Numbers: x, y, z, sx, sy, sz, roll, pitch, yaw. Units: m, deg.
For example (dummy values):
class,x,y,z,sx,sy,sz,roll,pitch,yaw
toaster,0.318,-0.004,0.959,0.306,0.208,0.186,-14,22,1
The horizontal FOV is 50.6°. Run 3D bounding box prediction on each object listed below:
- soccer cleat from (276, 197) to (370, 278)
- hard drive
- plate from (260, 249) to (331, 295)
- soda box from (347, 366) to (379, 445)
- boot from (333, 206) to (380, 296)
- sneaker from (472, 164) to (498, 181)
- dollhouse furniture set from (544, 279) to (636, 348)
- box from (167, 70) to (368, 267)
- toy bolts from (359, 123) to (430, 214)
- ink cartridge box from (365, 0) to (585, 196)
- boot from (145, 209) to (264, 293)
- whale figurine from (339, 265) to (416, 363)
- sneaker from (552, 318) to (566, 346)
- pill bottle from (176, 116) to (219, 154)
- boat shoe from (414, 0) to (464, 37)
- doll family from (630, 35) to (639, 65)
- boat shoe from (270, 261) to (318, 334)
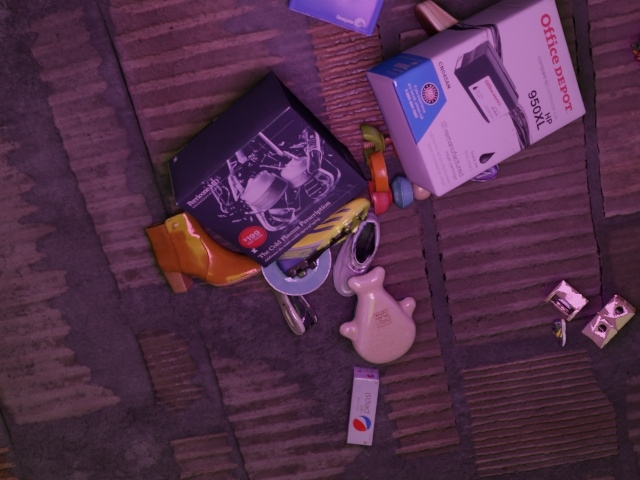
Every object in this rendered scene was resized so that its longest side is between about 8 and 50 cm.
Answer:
class,x,y,z,sx,sy,sz,roll,pitch,yaw
soccer cleat,-0.004,-0.024,1.680,0.289,0.093,0.121,-41,70,18
hard drive,0.070,-0.653,1.535,0.210,0.040,0.318,18,119,-4
plate,-0.065,0.050,1.771,0.188,0.024,0.188,1,85,-11
soda box,0.120,0.471,1.925,0.074,0.069,0.216,5,108,1
boot,0.092,0.044,1.754,0.095,0.123,0.258,12,108,-2
sneaker,0.363,-0.185,1.696,0.170,0.071,0.068,13,108,-3
dollhouse furniture set,0.717,0.169,1.793,0.184,0.129,0.129,43,106,19
box,-0.125,-0.157,1.604,0.343,0.179,0.312,-39,131,14
toy bolts,0.199,-0.167,1.654,0.159,0.218,0.228,-11,126,-1
ink cartridge box,0.343,-0.323,1.483,0.395,0.166,0.285,-30,115,-7
boot,-0.301,0.014,1.771,0.295,0.104,0.211,-14,108,11
whale figurine,0.143,0.189,1.784,0.216,0.141,0.271,-23,113,-6
sneaker,0.654,0.252,1.855,0.035,0.031,0.083,-1,105,17
pill bottle,-0.254,-0.238,1.681,0.193,0.108,0.108,-39,103,13
boat shoe,0.350,-0.471,1.586,0.302,0.109,0.098,36,99,-16
doll family,0.809,-0.443,1.593,0.193,0.076,0.111,11,104,-5
boat shoe,-0.080,0.137,1.829,0.079,0.084,0.233,-29,100,-26
